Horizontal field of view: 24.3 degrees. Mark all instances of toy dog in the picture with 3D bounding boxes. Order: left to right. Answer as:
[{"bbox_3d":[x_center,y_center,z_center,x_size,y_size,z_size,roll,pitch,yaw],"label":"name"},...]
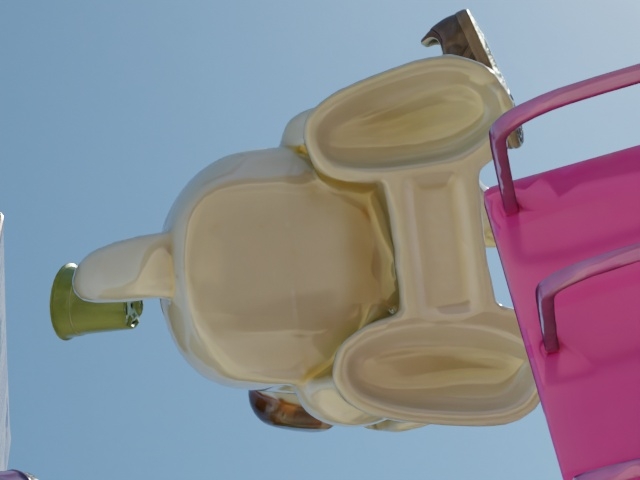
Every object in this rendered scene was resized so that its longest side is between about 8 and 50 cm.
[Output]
[{"bbox_3d":[0.005,0.059,1.309,0.395,0.285,0.408,-16,-9,-3],"label":"toy dog"}]

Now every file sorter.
[{"bbox_3d":[0.194,0.072,0.576,0.202,0.291,0.182,-16,-13,6],"label":"file sorter"}]

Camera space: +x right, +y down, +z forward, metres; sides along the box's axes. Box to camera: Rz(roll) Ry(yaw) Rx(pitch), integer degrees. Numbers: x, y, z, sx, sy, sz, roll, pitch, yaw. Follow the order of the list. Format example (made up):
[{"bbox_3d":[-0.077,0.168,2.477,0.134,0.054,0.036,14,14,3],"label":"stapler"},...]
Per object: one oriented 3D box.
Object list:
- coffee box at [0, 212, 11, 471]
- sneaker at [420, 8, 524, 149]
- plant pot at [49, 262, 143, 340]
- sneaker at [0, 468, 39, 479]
[{"bbox_3d":[-0.401,0.121,1.487,0.168,0.119,0.297,1,-56,-6],"label":"coffee box"},{"bbox_3d":[0.180,-0.180,1.759,0.071,0.188,0.066,-26,-23,16],"label":"sneaker"},{"bbox_3d":[-0.234,0.067,1.581,0.079,0.083,0.083,3,-42,18],"label":"plant pot"},{"bbox_3d":[-0.263,0.341,1.296,0.124,0.107,0.283,-1,-94,-58],"label":"sneaker"}]
